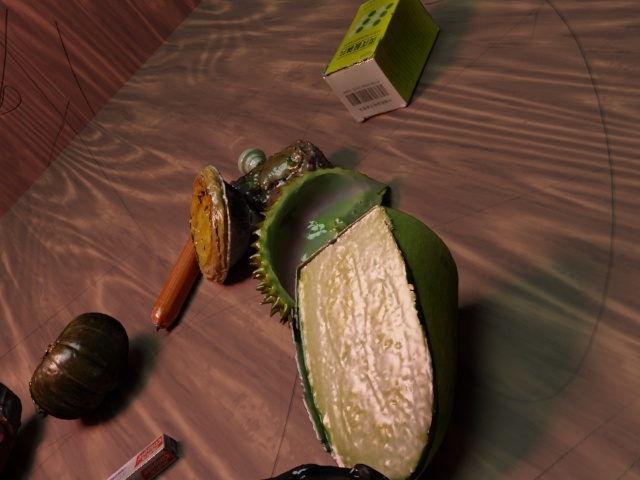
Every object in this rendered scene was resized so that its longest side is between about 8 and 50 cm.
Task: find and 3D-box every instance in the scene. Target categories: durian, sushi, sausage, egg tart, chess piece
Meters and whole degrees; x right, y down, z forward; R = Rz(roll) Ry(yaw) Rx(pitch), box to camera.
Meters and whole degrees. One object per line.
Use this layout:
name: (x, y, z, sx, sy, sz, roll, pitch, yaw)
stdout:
durian: (-0.009, 0.004, 1.491, 0.169, 0.158, 0.356, -3, 47, 27)
sushi: (-0.071, -0.122, 1.777, 0.161, 0.107, 0.241, -47, 29, -12)
sausage: (-0.268, 0.044, 1.860, 0.053, 0.053, 0.348, -15, 41, 42)
egg tart: (-0.193, -0.031, 1.755, 0.094, 0.234, 0.234, -5, 23, -18)
chess piece: (-0.127, -0.156, 1.936, 0.067, 0.067, 0.103, -49, 39, -7)

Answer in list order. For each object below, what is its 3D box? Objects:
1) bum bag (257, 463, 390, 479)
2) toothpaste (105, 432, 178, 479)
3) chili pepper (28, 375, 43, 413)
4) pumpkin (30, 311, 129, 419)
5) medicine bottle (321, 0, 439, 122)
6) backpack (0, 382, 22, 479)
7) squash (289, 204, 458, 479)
bum bag: (-0.062, 0.338, 1.101, 0.340, 0.144, 0.095, -29, 63, 42)
toothpaste: (-0.321, 0.396, 1.493, 0.196, 0.040, 0.047, -39, 32, 8)
chili pepper: (-0.537, 0.271, 1.907, 0.108, 0.062, 0.216, 5, 55, 46)
pumpkin: (-0.461, 0.245, 1.746, 0.224, 0.157, 0.224, -49, 17, 21)
medicine bottle: (0.125, -0.381, 1.824, 0.137, 0.141, 0.250, -10, 44, 40)
backpack: (-0.723, 0.454, 1.771, 0.283, 0.197, 0.317, -37, 35, 11)
squash: (0.064, 0.154, 1.149, 0.233, 0.210, 0.309, -36, 24, 37)
